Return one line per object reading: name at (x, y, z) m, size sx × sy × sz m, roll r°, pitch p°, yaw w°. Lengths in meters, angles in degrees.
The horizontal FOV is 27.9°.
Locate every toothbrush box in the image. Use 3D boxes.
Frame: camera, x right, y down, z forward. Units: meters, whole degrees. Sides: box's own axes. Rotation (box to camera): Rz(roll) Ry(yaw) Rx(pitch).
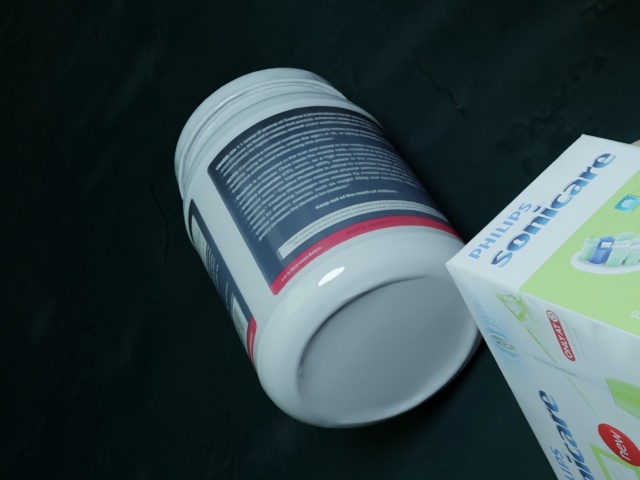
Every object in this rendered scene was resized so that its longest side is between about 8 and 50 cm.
toothbrush box at (0.226, 0.082, 0.636) m, size 0.122 × 0.206 × 0.283 m, roll -41°, pitch 33°, yaw -17°

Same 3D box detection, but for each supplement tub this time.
supplement tub at (0.000, 0.000, 1.047) m, size 0.191 × 0.191 × 0.272 m, roll -62°, pitch 38°, yaw 28°

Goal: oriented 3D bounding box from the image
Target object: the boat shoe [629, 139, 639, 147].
boat shoe at (0.250, -0.026, 0.740) m, size 0.341 × 0.110 × 0.121 m, roll -30°, pitch 59°, yaw 51°
